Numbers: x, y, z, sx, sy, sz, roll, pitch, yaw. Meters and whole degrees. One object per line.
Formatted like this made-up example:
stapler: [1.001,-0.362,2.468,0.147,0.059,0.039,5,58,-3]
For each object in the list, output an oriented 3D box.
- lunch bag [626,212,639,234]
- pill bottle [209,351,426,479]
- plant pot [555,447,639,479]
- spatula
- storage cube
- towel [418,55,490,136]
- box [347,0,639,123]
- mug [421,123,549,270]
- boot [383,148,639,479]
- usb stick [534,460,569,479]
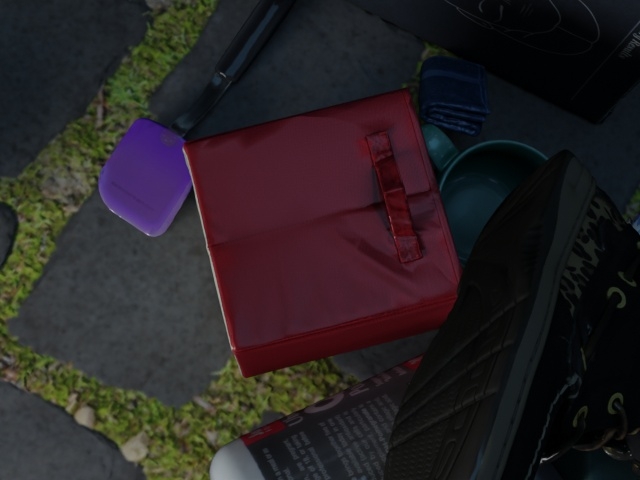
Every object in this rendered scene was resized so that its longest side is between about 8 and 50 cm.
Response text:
lunch bag: [0.352,0.065,1.034,0.219,0.176,0.090,24,55,1]
pill bottle: [0.016,0.221,0.953,0.319,0.176,0.176,-23,80,-12]
plant pot: [0.276,0.242,0.991,0.166,0.165,0.234,0,69,-7]
spatula: [-0.106,-0.143,1.106,0.084,0.030,0.296,33,75,5]
storage cube: [0.000,0.000,0.992,0.193,0.215,0.183,-14,78,-4]
towel: [0.127,-0.143,1.099,0.067,0.029,0.119,13,34,-1]
box: [0.166,-0.321,1.047,0.395,0.293,0.212,27,75,0]
mug: [0.152,-0.036,1.065,0.129,0.097,0.157,-11,89,-10]
boot: [0.213,0.132,0.815,0.284,0.138,0.377,38,41,-9]
usb stick: [0.165,0.213,0.858,0.077,0.045,0.278,-33,83,-14]
